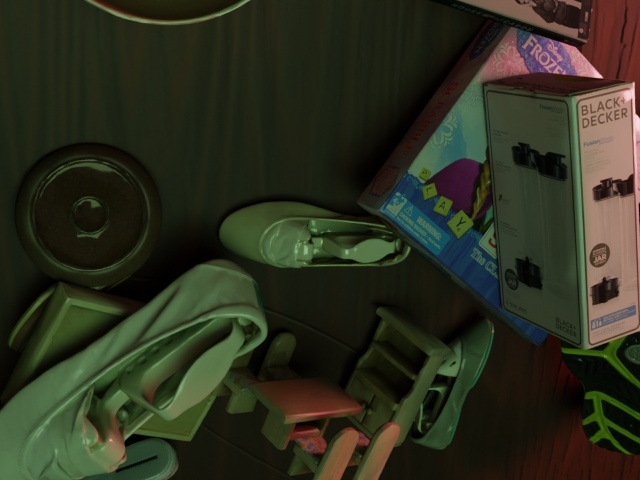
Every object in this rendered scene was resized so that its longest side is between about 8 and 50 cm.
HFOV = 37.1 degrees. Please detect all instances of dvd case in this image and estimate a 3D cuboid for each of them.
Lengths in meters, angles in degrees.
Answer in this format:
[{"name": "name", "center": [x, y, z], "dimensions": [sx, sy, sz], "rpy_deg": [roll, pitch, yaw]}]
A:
[{"name": "dvd case", "center": [0.215, -0.341, 1.101], "dimensions": [0.238, 0.029, 0.179], "rpy_deg": [12, 82, -20]}]

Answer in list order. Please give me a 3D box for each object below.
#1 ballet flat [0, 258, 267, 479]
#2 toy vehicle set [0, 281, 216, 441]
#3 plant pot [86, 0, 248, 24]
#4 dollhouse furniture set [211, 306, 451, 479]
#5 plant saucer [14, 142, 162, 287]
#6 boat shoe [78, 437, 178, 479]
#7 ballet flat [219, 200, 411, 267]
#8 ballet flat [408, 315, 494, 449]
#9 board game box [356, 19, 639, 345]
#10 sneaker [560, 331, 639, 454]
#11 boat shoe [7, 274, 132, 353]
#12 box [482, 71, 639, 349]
[{"name": "ballet flat", "center": [-0.225, 0.177, 1.080], "dimensions": [0.400, 0.139, 0.139], "rpy_deg": [-39, 118, -6]}, {"name": "toy vehicle set", "center": [-0.235, 0.158, 1.176], "dimensions": [0.266, 0.035, 0.166], "rpy_deg": [20, 106, -41]}, {"name": "plant pot", "center": [-0.163, -0.370, 0.928], "dimensions": [0.284, 0.191, 0.284], "rpy_deg": [-6, 114, -15]}, {"name": "dollhouse furniture set", "center": [0.027, 0.180, 1.216], "dimensions": [0.242, 0.212, 0.161], "rpy_deg": [4, 116, -46]}, {"name": "plant saucer", "center": [-0.267, -0.029, 1.100], "dimensions": [0.168, 0.029, 0.169], "rpy_deg": [0, 91, -12]}, {"name": "boat shoe", "center": [-0.294, 0.324, 1.249], "dimensions": [0.226, 0.083, 0.076], "rpy_deg": [-12, 152, -1]}, {"name": "ballet flat", "center": [0.000, 0.000, 1.196], "dimensions": [0.248, 0.086, 0.086], "rpy_deg": [1, 112, -16]}, {"name": "ballet flat", "center": [0.179, 0.200, 1.342], "dimensions": [0.068, 0.072, 0.213], "rpy_deg": [14, 108, -15]}, {"name": "board game box", "center": [0.256, -0.081, 1.210], "dimensions": [0.318, 0.066, 0.318], "rpy_deg": [37, 85, -27]}, {"name": "sneaker", "center": [0.414, 0.137, 1.314], "dimensions": [0.145, 0.147, 0.385], "rpy_deg": [8, 139, 20]}, {"name": "boat shoe", "center": [-0.300, 0.076, 1.141], "dimensions": [0.178, 0.064, 0.060], "rpy_deg": [-44, 89, 3]}, {"name": "box", "center": [0.279, -0.041, 1.098], "dimensions": [0.087, 0.169, 0.290], "rpy_deg": [-15, 107, -21]}]
